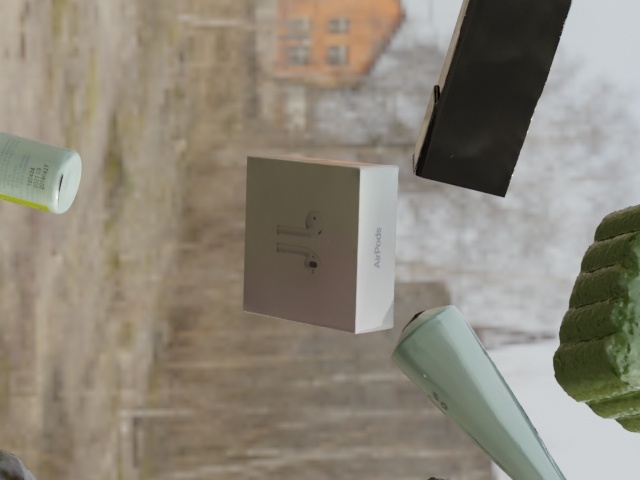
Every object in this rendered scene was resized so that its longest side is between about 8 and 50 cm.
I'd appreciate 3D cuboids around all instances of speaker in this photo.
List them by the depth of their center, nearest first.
[{"bbox_3d":[0.140,-0.145,1.331,0.044,0.082,0.218,-83,-173,-61],"label":"speaker"}]

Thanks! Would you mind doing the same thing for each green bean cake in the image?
[{"bbox_3d":[0.377,0.100,1.753,0.125,0.248,0.222,-24,-140,58],"label":"green bean cake"}]

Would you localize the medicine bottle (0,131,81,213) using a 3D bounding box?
[{"bbox_3d":[-0.213,-0.050,1.178,0.047,0.083,0.047,14,90,-80],"label":"medicine bottle"}]

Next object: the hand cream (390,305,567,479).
[{"bbox_3d":[0.170,0.188,1.334,0.320,0.067,0.109,53,3,8],"label":"hand cream"}]

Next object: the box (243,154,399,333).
[{"bbox_3d":[0.000,0.000,1.348,0.129,0.051,0.130,9,-79,45],"label":"box"}]

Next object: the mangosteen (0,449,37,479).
[{"bbox_3d":[-0.321,0.285,1.320,0.233,0.288,0.287,89,-2,-45],"label":"mangosteen"}]

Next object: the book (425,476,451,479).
[{"bbox_3d":[0.033,0.358,1.459,0.322,0.018,0.228,-40,-131,50],"label":"book"}]
